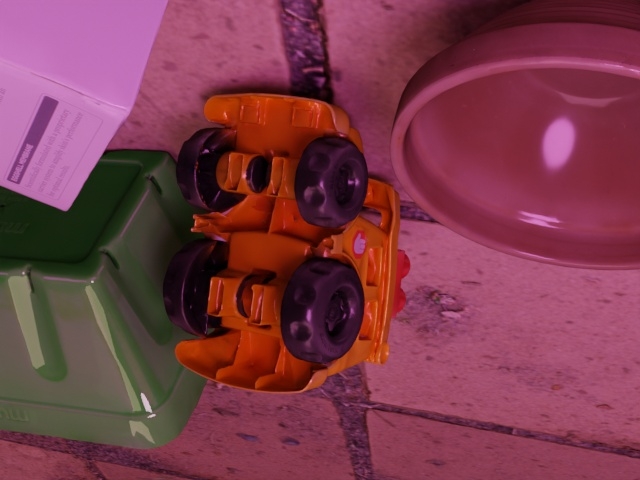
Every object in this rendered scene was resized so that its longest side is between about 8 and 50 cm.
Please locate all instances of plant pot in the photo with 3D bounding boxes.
[{"bbox_3d":[0.169,-0.083,0.758,0.237,0.109,0.237,12,154,6],"label":"plant pot"}]

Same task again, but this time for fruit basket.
[{"bbox_3d":[-0.249,0.086,1.150,0.392,0.283,0.392,12,136,12],"label":"fruit basket"}]

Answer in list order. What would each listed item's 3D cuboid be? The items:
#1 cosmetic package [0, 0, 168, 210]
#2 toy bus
[{"bbox_3d":[-0.192,-0.171,0.636,0.225,0.224,0.138,23,152,-16],"label":"cosmetic package"},{"bbox_3d":[0.000,0.000,0.952,0.149,0.220,0.211,9,-174,37],"label":"toy bus"}]
